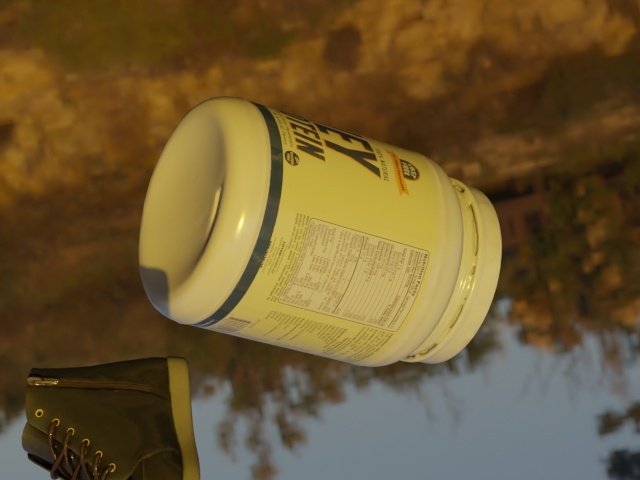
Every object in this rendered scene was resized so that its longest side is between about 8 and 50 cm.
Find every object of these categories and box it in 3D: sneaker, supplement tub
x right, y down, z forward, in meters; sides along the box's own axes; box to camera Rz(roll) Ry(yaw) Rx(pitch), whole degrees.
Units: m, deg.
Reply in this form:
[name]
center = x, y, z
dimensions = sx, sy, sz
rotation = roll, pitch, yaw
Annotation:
[sneaker]
center = -0.143, 0.165, 1.182
dimensions = 0.118, 0.083, 0.222
rotation = -1, -147, -8
[supplement tub]
center = 0.000, 0.000, 1.811
dimensions = 0.324, 0.235, 0.235
rotation = 15, 172, -28
